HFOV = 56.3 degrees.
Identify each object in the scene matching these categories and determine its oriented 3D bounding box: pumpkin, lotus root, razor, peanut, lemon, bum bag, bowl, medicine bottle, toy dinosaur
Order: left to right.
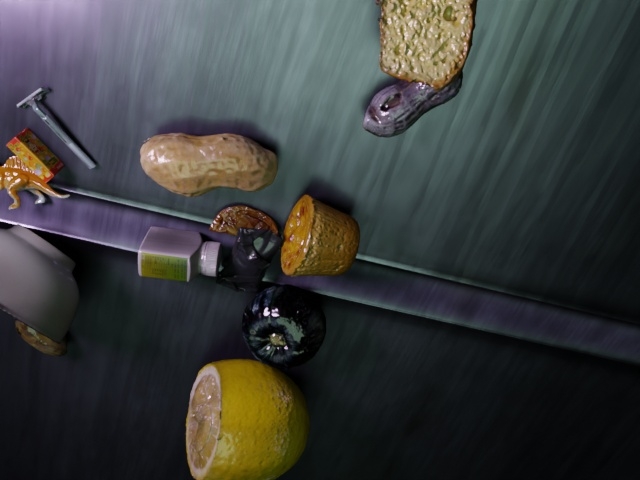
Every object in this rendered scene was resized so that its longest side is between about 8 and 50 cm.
[{"bbox_3d":[-0.739,0.082,1.483,0.354,0.354,0.185,40,70,-19],"label":"bowl"},{"bbox_3d":[-0.730,-0.154,1.471,0.212,0.057,0.142,-10,100,-5],"label":"toy dinosaur"},{"bbox_3d":[-0.785,0.259,1.685,0.089,0.080,0.179,-18,124,37],"label":"lotus root"},{"bbox_3d":[-0.609,-0.252,1.408,0.084,0.036,0.211,-27,115,19],"label":"razor"},{"bbox_3d":[-0.349,0.037,1.508,0.189,0.132,0.088,8,120,-3],"label":"medicine bottle"},{"bbox_3d":[-0.255,-0.178,1.382,0.313,0.149,0.149,-2,120,-4],"label":"peanut"},{"bbox_3d":[-0.185,0.055,1.536,0.123,0.060,0.248,16,141,-14],"label":"bum bag"},{"bbox_3d":[-0.191,0.506,1.667,0.364,0.364,0.364,1,120,2],"label":"lemon"},{"bbox_3d":[-0.095,0.228,1.591,0.233,0.163,0.233,5,115,11],"label":"pumpkin"}]

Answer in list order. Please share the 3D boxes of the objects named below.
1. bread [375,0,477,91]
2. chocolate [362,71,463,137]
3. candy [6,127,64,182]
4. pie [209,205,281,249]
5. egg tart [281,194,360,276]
[{"bbox_3d":[0.207,-0.462,1.166,0.194,0.179,0.340,3,103,6],"label":"bread"},{"bbox_3d":[0.202,-0.312,1.304,0.248,0.110,0.110,-30,114,18],"label":"chocolate"},{"bbox_3d":[-0.677,-0.202,1.424,0.038,0.062,0.122,-31,115,20],"label":"candy"},{"bbox_3d":[-0.177,-0.040,1.516,0.191,0.033,0.088,18,108,-16],"label":"pie"},{"bbox_3d":[0.000,0.000,1.457,0.147,0.202,0.202,13,121,-22],"label":"egg tart"}]
